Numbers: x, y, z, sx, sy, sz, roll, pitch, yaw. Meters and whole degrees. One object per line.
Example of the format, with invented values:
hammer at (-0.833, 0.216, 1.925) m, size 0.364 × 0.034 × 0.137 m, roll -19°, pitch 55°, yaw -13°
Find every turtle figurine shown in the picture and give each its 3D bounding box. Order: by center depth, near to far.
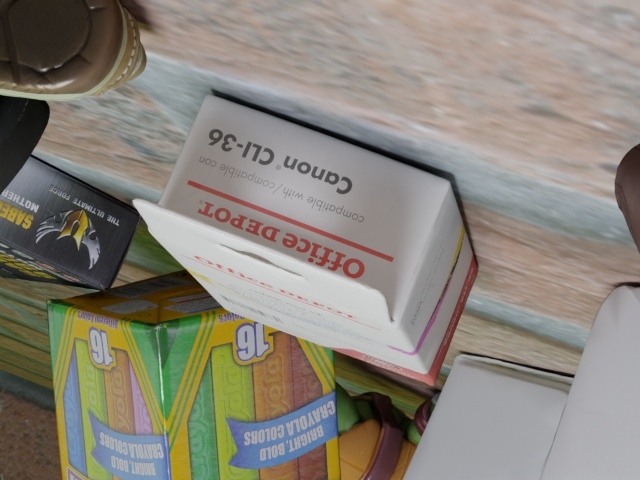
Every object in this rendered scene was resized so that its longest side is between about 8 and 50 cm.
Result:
turtle figurine at (0.023, 0.174, 1.238) m, size 0.266 × 0.275 × 0.198 m, roll 32°, pitch 132°, yaw -25°

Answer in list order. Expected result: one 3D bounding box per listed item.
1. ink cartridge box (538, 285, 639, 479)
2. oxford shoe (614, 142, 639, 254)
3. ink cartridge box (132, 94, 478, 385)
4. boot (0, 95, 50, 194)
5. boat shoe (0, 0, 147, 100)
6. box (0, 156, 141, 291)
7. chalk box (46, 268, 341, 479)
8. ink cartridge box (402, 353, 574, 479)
ink cartridge box at (0.255, 0.126, 0.723) m, size 0.278 × 0.117 × 0.201 m, roll 27°, pitch 168°, yaw -18°
oxford shoe at (0.202, 0.041, 0.553) m, size 0.271 × 0.097 × 0.098 m, roll 36°, pitch -179°, yaw -28°
ink cartridge box at (0.000, 0.000, 0.768) m, size 0.115 × 0.067 × 0.198 m, roll 20°, pitch 170°, yaw 13°
boot at (-0.322, -0.093, 0.816) m, size 0.348 × 0.131 × 0.260 m, roll -5°, pitch 137°, yaw 33°
boat shoe at (-0.158, -0.089, 0.679) m, size 0.190 × 0.068 × 0.072 m, roll 20°, pitch 180°, yaw 13°
box at (-0.252, -0.042, 1.095) m, size 0.231 × 0.056 × 0.183 m, roll 29°, pitch 167°, yaw -29°
chalk box at (-0.075, 0.135, 1.094) m, size 0.132 × 0.213 × 0.132 m, roll -13°, pitch -167°, yaw -38°
ink cartridge box at (0.174, 0.224, 1.114) m, size 0.289 × 0.211 × 0.121 m, roll 32°, pitch 167°, yaw -35°
